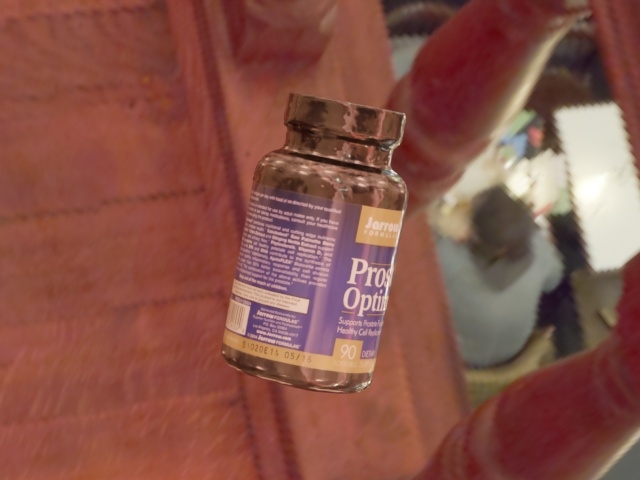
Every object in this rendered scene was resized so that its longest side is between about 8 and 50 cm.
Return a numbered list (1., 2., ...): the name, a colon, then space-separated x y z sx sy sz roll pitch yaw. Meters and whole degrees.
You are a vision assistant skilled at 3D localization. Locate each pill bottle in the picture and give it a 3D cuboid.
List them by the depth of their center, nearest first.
1. pill bottle: 0.000 0.000 1.471 0.123 0.123 0.219 10 94 -11
